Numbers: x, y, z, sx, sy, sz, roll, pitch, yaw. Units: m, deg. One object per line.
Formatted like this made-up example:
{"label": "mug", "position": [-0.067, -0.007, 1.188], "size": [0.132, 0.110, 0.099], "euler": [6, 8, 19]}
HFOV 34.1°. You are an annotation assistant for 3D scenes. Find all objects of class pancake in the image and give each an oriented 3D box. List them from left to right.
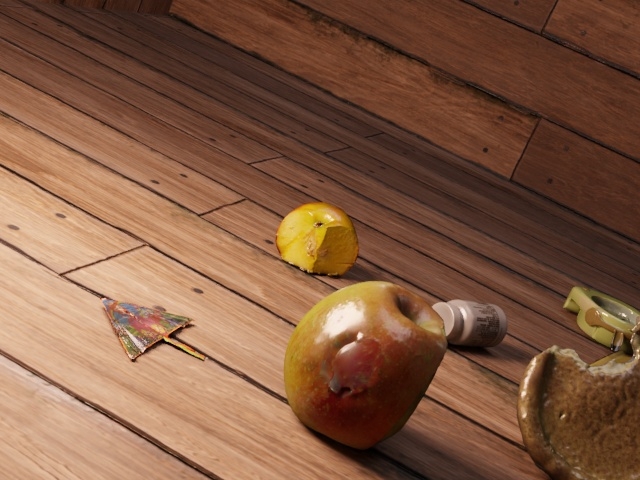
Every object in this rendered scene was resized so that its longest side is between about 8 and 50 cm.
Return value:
{"label": "pancake", "position": [0.421, 0.233, 1.474], "size": [0.288, 0.286, 0.033], "euler": [24, -19, -1]}

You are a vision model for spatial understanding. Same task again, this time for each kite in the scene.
{"label": "kite", "position": [-0.219, 0.115, 1.348], "size": [0.159, 0.010, 0.190], "euler": [29, 18, 11]}

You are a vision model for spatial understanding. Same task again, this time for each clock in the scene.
{"label": "clock", "position": [0.630, 0.184, 2.244], "size": [0.170, 0.069, 0.232], "euler": [21, 17, -13]}

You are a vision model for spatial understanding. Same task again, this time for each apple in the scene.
{"label": "apple", "position": [0.051, 0.148, 1.307], "size": [0.173, 0.188, 0.207], "euler": [21, 18, -26]}

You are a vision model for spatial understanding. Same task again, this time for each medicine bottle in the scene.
{"label": "medicine bottle", "position": [0.252, 0.143, 1.808], "size": [0.140, 0.079, 0.079], "euler": [9, 22, -42]}

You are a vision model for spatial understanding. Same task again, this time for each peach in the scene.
{"label": "peach", "position": [0.004, -0.006, 1.857], "size": [0.151, 0.151, 0.118], "euler": [26, 29, 7]}

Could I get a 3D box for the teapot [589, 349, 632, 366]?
{"label": "teapot", "position": [0.460, 0.269, 1.581], "size": [0.269, 0.173, 0.183], "euler": [-12, 66, -38]}
